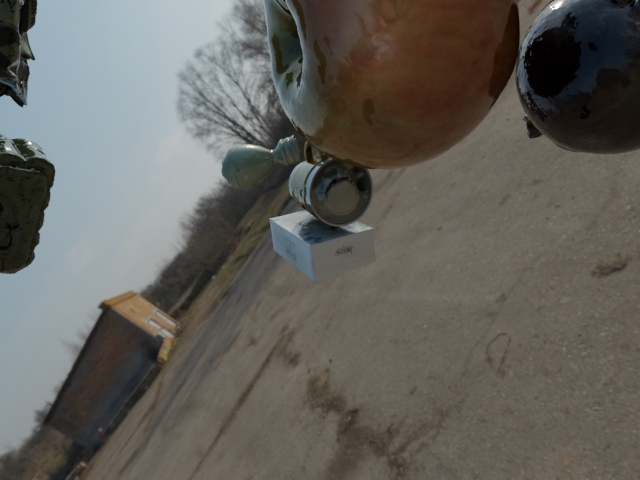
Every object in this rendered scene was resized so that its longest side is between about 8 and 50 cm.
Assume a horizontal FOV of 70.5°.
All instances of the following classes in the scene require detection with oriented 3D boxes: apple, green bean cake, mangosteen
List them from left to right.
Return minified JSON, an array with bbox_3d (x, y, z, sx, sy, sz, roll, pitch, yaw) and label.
[{"bbox_3d":[-0.455,-0.046,0.573,0.185,0.094,0.183,6,-65,-50],"label":"green bean cake"},{"bbox_3d":[0.101,-0.304,0.680,0.347,0.390,0.391,-10,2,-13],"label":"apple"},{"bbox_3d":[0.467,-0.268,0.727,0.298,0.293,0.297,-9,41,8],"label":"mangosteen"}]

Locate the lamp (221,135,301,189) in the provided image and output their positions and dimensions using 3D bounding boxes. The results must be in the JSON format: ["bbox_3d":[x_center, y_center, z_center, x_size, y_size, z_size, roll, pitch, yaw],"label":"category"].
[{"bbox_3d":[-0.140,-0.184,1.060,0.193,0.106,0.106,-17,15,4],"label":"lamp"}]

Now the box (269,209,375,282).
[{"bbox_3d":[0.000,-0.002,1.329,0.203,0.116,0.274,-16,25,-25],"label":"box"}]

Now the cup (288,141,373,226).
[{"bbox_3d":[0.009,-0.171,1.251,0.186,0.241,0.226,-24,20,-18],"label":"cup"}]

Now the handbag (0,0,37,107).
[{"bbox_3d":[-0.612,-0.479,0.869,0.317,0.180,0.415,-176,94,-68],"label":"handbag"}]
